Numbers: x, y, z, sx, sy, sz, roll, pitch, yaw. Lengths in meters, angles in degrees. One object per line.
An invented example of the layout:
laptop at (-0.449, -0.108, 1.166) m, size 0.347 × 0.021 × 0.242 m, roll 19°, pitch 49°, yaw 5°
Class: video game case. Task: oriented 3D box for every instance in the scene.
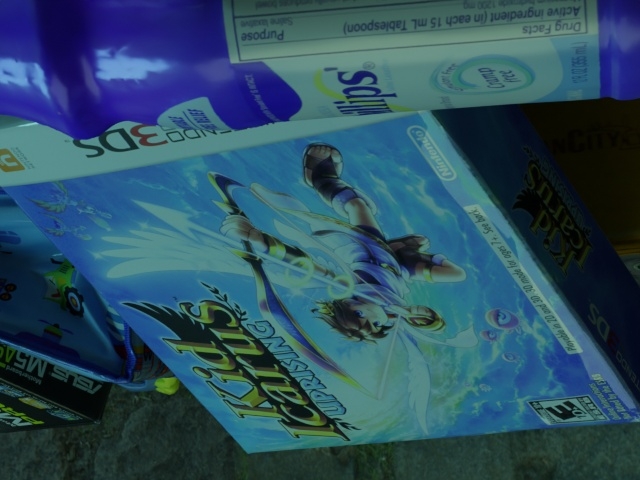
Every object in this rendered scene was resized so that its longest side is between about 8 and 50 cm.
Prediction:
video game case at (0.000, 0.000, 0.929) m, size 0.244 × 0.061 × 0.269 m, roll -8°, pitch 137°, yaw 35°

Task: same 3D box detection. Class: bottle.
bottle at (-0.015, -0.085, 0.656) m, size 0.283 × 0.092 × 0.118 m, roll -4°, pitch 175°, yaw 7°

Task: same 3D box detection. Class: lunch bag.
lunch bag at (-0.240, 0.010, 1.316) m, size 0.293 × 0.138 × 0.221 m, roll 8°, pitch 178°, yaw 6°

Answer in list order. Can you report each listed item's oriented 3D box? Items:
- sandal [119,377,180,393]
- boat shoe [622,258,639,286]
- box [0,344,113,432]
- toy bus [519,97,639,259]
sandal at (-0.195, 0.072, 1.820) m, size 0.138 × 0.126 × 0.317 m, roll 0°, pitch 165°, yaw 1°
boat shoe at (0.220, -0.031, 1.225) m, size 0.092 × 0.103 × 0.285 m, roll 9°, pitch 163°, yaw -39°
box at (-0.343, 0.091, 1.694) m, size 0.270 × 0.060 × 0.216 m, roll 29°, pitch 156°, yaw -31°
toy bus at (0.167, -0.048, 0.997) m, size 0.332 × 0.108 × 0.130 m, roll -7°, pitch 174°, yaw 24°
